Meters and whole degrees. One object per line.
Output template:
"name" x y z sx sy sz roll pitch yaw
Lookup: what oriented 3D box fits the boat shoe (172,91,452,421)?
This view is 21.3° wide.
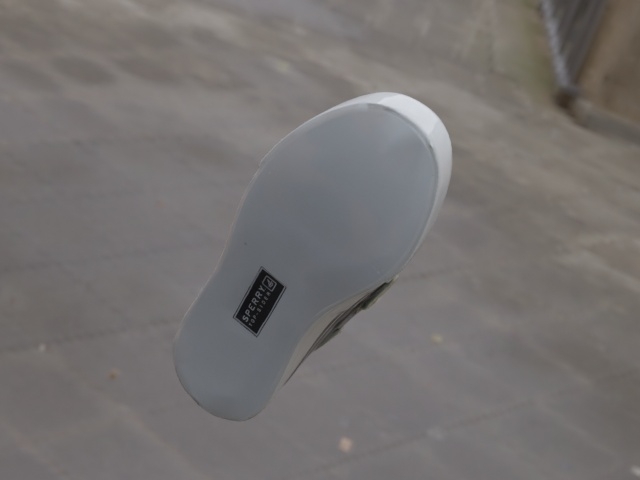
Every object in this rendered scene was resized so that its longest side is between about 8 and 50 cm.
"boat shoe" 0.000 0.000 0.788 0.078 0.219 0.070 45 44 5
